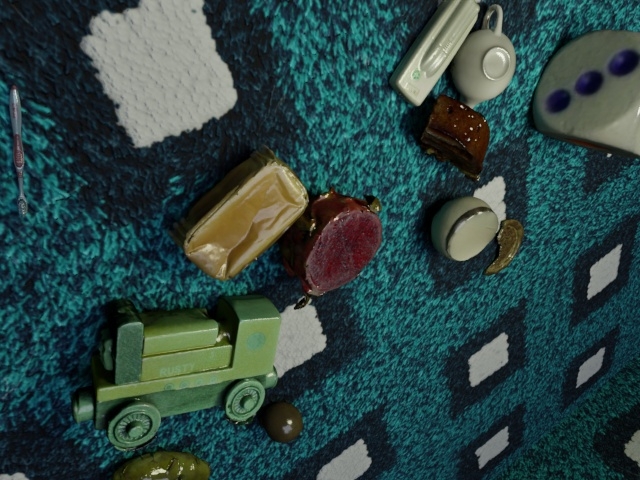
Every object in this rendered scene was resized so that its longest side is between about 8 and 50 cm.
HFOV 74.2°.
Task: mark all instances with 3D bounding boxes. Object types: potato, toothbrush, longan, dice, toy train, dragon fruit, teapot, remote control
[{"bbox_3d":[-0.360,0.539,0.965,0.226,0.090,0.117,11,108,-35],"label":"potato"},{"bbox_3d":[-0.438,-0.125,0.614,0.013,0.019,0.193,-2,113,-31],"label":"toothbrush"},{"bbox_3d":[-0.105,0.467,1.090,0.119,0.106,0.106,-9,129,21],"label":"longan"},{"bbox_3d":[0.731,-0.362,1.067,0.243,0.259,0.251,5,110,-36],"label":"dice"},{"bbox_3d":[-0.261,0.239,0.835,0.398,0.160,0.252,1,107,-33],"label":"toy train"},{"bbox_3d":[0.000,0.000,0.887,0.282,0.147,0.211,-53,138,6],"label":"dragon fruit"},{"bbox_3d":[0.360,-0.392,0.922,0.145,0.092,0.226,5,105,-18],"label":"teapot"},{"bbox_3d":[0.239,-0.395,0.873,0.090,0.049,0.230,30,98,-36],"label":"remote control"}]

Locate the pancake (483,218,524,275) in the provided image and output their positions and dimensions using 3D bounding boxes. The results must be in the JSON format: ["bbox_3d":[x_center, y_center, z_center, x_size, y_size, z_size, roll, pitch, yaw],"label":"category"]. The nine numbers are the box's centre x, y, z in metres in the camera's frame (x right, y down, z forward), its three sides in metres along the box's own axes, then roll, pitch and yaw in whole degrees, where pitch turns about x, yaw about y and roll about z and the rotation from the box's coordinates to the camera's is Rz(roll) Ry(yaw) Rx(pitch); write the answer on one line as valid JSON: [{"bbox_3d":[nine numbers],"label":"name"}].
[{"bbox_3d":[0.568,0.019,1.317,0.184,0.020,0.190,-36,128,-10],"label":"pancake"}]

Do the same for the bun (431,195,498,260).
[{"bbox_3d":[0.354,-0.038,1.089,0.173,0.120,0.172,-16,128,-21],"label":"bun"}]

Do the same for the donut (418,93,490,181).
[{"bbox_3d":[0.314,-0.232,0.949,0.187,0.144,0.126,22,84,-3],"label":"donut"}]

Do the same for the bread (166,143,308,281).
[{"bbox_3d":[-0.144,-0.048,0.780,0.241,0.107,0.136,-45,127,-4],"label":"bread"}]

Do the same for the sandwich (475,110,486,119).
[{"bbox_3d":[0.370,-0.278,1.034,0.101,0.026,0.069,12,112,-33],"label":"sandwich"}]
